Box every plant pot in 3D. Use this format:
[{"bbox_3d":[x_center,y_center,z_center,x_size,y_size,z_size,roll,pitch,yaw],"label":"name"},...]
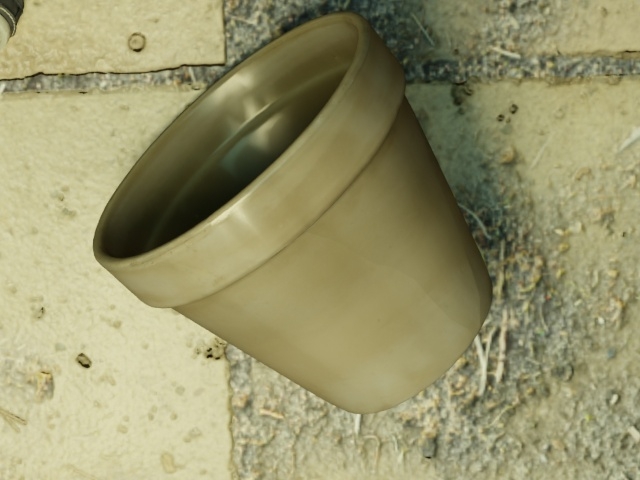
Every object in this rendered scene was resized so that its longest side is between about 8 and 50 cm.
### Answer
[{"bbox_3d":[0.000,0.000,1.535,0.323,0.323,0.280,-41,112,3],"label":"plant pot"}]

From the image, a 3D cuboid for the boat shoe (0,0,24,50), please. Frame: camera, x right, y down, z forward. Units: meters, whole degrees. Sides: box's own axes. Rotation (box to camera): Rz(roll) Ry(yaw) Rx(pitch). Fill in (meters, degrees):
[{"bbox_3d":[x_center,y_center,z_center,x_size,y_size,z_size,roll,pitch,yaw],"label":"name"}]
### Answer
[{"bbox_3d":[-0.384,-0.248,1.617,0.206,0.075,0.065,23,51,3],"label":"boat shoe"}]
